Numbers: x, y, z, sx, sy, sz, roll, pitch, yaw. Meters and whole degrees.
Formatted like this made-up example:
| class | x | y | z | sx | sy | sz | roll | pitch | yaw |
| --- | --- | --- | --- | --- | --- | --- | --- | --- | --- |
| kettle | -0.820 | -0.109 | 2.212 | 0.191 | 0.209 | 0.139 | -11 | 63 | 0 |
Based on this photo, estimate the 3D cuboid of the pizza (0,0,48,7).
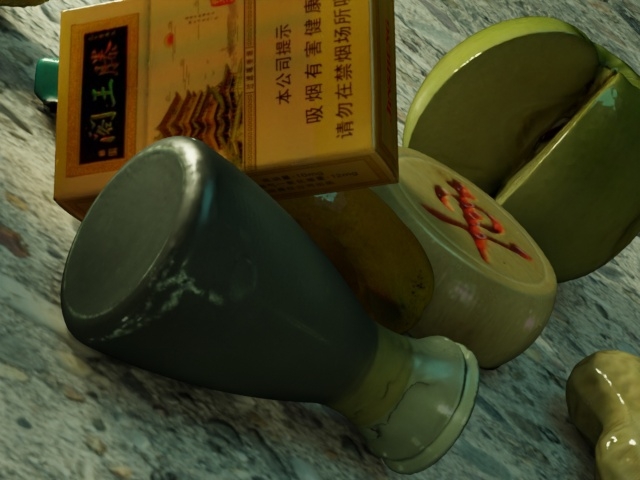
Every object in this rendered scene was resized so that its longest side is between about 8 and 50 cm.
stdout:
| class | x | y | z | sx | sy | sz | roll | pitch | yaw |
| --- | --- | --- | --- | --- | --- | --- | --- | --- | --- |
| pizza | -0.384 | -0.309 | 1.777 | 0.289 | 0.081 | 0.229 | 20 | 34 | -40 |

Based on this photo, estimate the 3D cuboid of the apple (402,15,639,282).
| class | x | y | z | sx | sy | sz | roll | pitch | yaw |
| --- | --- | --- | --- | --- | --- | --- | --- | --- | --- |
| apple | 0.239 | -0.102 | 2.118 | 0.292 | 0.254 | 0.292 | 37 | 19 | -15 |

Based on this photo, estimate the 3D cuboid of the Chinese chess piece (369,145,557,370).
| class | x | y | z | sx | sy | sz | roll | pitch | yaw |
| --- | --- | --- | --- | --- | --- | --- | --- | --- | --- |
| Chinese chess piece | 0.117 | 0.013 | 1.894 | 0.251 | 0.097 | 0.251 | 33 | 20 | -14 |

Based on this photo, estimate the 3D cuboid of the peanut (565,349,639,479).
| class | x | y | z | sx | sy | sz | roll | pitch | yaw |
| --- | --- | --- | --- | --- | --- | --- | --- | --- | --- |
| peanut | 0.302 | 0.199 | 1.820 | 0.125 | 0.111 | 0.274 | 11 | 28 | -21 |

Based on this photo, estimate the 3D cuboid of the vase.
| class | x | y | z | sx | sy | sz | roll | pitch | yaw |
| --- | --- | --- | --- | --- | --- | --- | --- | --- | --- |
| vase | -0.030 | 0.067 | 1.502 | 0.321 | 0.173 | 0.173 | 33 | 21 | -31 |

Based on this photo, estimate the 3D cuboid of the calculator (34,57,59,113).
| class | x | y | z | sx | sy | sz | roll | pitch | yaw |
| --- | --- | --- | --- | --- | --- | --- | --- | --- | --- |
| calculator | -0.093 | -0.137 | 1.762 | 0.248 | 0.058 | 0.274 | 9 | 9 | 27 |

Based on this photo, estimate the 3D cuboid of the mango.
| class | x | y | z | sx | sy | sz | roll | pitch | yaw |
| --- | --- | --- | --- | --- | --- | --- | --- | --- | --- |
| mango | 0.000 | 0.000 | 1.699 | 0.236 | 0.136 | 0.166 | 37 | 15 | -22 |

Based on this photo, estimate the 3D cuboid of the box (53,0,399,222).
| class | x | y | z | sx | sy | sz | roll | pitch | yaw |
| --- | --- | --- | --- | --- | --- | --- | --- | --- | --- |
| box | -0.076 | -0.116 | 1.558 | 0.076 | 0.274 | 0.174 | 48 | 38 | -61 |
